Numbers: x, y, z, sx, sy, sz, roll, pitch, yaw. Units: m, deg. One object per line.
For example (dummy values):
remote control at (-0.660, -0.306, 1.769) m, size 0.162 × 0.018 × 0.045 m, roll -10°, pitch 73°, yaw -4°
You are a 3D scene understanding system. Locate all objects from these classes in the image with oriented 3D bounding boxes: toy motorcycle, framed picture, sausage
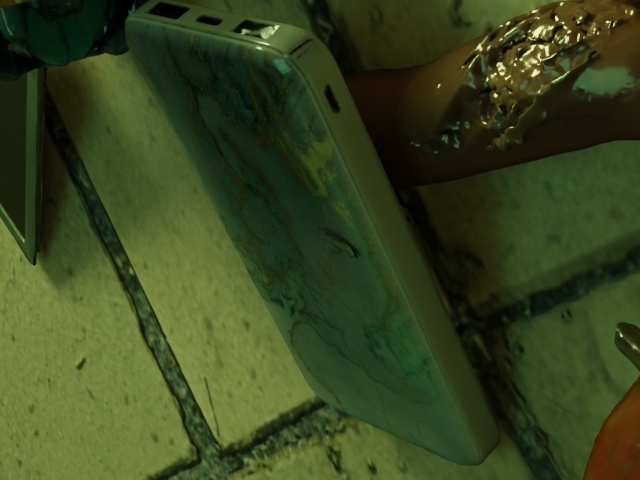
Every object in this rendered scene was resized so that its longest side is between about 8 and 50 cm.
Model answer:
toy motorcycle at (-0.188, -0.227, 0.988) m, size 0.206 × 0.154 × 0.260 m, roll 113°, pitch 140°, yaw -72°
framed picture at (-0.249, -0.121, 1.182) m, size 0.197 × 0.014 × 0.252 m, roll 53°, pitch 153°, yaw 21°
sausage at (0.062, -0.064, 0.793) m, size 0.304 × 0.078 × 0.078 m, roll -8°, pitch 101°, yaw 55°

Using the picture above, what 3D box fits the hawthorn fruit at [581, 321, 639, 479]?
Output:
hawthorn fruit at (0.192, 0.108, 0.605) m, size 0.250 × 0.215 × 0.215 m, roll 40°, pitch 136°, yaw 32°

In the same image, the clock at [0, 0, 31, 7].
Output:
clock at (-0.120, -0.208, 0.843) m, size 0.096 × 0.202 × 0.143 m, roll -32°, pitch 80°, yaw 51°

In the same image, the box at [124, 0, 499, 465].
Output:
box at (0.000, 0.000, 0.851) m, size 0.142 × 0.044 × 0.285 m, roll 21°, pitch 146°, yaw 47°
